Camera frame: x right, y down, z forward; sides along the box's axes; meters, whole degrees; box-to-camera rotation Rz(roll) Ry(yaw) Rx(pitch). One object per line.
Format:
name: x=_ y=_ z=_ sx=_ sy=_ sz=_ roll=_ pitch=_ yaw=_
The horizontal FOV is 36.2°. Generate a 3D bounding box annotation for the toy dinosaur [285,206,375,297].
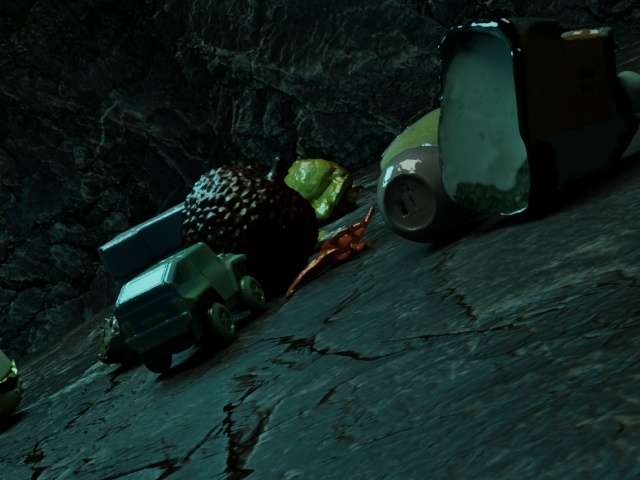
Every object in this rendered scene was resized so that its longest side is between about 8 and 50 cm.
toy dinosaur: x=0.031 y=0.017 z=1.729 sx=0.101 sy=0.055 sz=0.280 roll=-35 pitch=0 yaw=42

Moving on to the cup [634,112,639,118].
cup: x=0.503 y=-0.221 z=1.620 sx=0.104 sy=0.074 sz=0.116 roll=-51 pitch=9 yaw=4

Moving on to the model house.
model house: x=0.321 y=-0.176 z=1.308 sx=0.291 sy=0.253 sz=0.184 roll=-12 pitch=12 yaw=-24

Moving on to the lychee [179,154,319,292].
lychee: x=-0.128 y=-0.029 z=1.825 sx=0.300 sy=0.264 sz=0.264 roll=-59 pitch=-7 yaw=22

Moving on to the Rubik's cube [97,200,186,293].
Rubik's cube: x=-0.305 y=0.054 z=2.079 sx=0.231 sy=0.224 sz=0.221 roll=-26 pitch=7 yaw=3

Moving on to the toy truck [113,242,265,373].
toy truck: x=-0.209 y=0.099 z=1.582 sx=0.155 sy=0.156 sz=0.279 roll=-25 pitch=7 yaw=20

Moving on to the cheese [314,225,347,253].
cheese: x=0.000 y=0.001 z=2.090 sx=0.162 sy=0.036 sz=0.086 roll=-22 pitch=9 yaw=48

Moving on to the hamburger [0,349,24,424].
hamburger: x=-0.718 y=0.315 z=1.907 sx=0.300 sy=0.176 sz=0.300 roll=-27 pitch=6 yaw=3

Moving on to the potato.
potato: x=0.262 y=-0.208 z=2.378 sx=0.239 sy=0.116 sz=0.299 roll=-33 pitch=16 yaw=8

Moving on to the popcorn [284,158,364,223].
popcorn: x=-0.010 y=-0.139 z=2.660 sx=0.254 sy=0.190 sz=0.191 roll=-16 pitch=20 yaw=48

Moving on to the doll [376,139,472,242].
doll: x=0.192 y=-0.085 z=1.499 sx=0.151 sy=0.150 sz=0.287 roll=-24 pitch=0 yaw=30

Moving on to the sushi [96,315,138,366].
sushi: x=-0.371 y=0.188 z=1.851 sx=0.103 sy=0.097 sz=0.226 roll=-24 pitch=-11 yaw=-25
